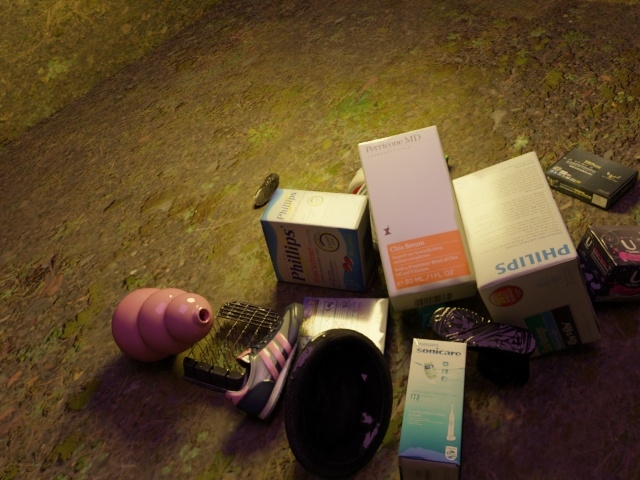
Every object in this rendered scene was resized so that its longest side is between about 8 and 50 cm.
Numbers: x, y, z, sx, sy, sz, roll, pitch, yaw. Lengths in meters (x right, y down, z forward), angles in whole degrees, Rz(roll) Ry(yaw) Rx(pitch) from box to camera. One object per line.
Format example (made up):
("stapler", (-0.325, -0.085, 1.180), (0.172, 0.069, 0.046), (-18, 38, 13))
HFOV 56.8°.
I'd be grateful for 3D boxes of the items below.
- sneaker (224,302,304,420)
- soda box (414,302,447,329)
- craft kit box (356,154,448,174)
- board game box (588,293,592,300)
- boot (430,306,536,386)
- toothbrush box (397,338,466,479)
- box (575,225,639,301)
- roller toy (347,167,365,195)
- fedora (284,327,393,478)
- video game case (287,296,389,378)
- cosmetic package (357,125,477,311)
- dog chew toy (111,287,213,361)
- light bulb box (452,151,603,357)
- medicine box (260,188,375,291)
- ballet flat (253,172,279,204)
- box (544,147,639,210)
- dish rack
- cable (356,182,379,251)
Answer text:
("sneaker", (-0.138, 0.287, 1.520), (0.131, 0.112, 0.319), (24, 59, -8))
("soda box", (0.290, 0.148, 1.683), (0.071, 0.067, 0.210), (-14, 41, -3))
("craft kit box", (0.293, -0.252, 2.106), (0.247, 0.061, 0.250), (19, 42, 25))
("board game box", (0.663, 0.085, 1.690), (0.165, 0.042, 0.243), (-15, 42, -4))
("boot", (0.386, 0.265, 1.427), (0.246, 0.207, 0.094), (12, 57, 18))
("toothbrush box", (0.253, 0.399, 1.306), (0.126, 0.216, 0.295), (4, 45, 15))
("box", (0.830, 0.059, 1.571), (0.247, 0.142, 0.163), (-1, 41, -9))
("roller toy", (0.202, -0.167, 1.952), (0.209, 0.191, 0.146), (13, 47, 25))
("fedora", (0.017, 0.371, 1.389), (0.334, 0.334, 0.152), (-41, 17, -29))
("video game case", (0.056, 0.273, 1.600), (0.244, 0.061, 0.269), (1, 43, 12))
("cosmetic package", (0.258, -0.059, 1.606), (0.230, 0.161, 0.453), (-13, 68, 7))
("dog chew toy", (-0.414, 0.218, 1.595), (0.332, 0.206, 0.206), (-15, 33, 40))
("light bulb box", (0.514, 0.044, 1.487), (0.225, 0.358, 0.361), (-20, 44, 19))
("medicine box", (0.000, 0.000, 1.758), (0.289, 0.263, 0.149), (6, 45, 18))
("ballet flat", (-0.199, -0.184, 2.175), (0.049, 0.057, 0.173), (-31, 22, 45))
("box", (0.886, -0.208, 1.950), (0.183, 0.059, 0.233), (-34, 47, -25))
("dish rack", (-0.238, 0.285, 1.646), (0.208, 0.074, 0.271), (11, 45, 21))
("cable", (0.225, -0.083, 1.814), (0.257, 0.257, 0.089), (8, 16, 11))
